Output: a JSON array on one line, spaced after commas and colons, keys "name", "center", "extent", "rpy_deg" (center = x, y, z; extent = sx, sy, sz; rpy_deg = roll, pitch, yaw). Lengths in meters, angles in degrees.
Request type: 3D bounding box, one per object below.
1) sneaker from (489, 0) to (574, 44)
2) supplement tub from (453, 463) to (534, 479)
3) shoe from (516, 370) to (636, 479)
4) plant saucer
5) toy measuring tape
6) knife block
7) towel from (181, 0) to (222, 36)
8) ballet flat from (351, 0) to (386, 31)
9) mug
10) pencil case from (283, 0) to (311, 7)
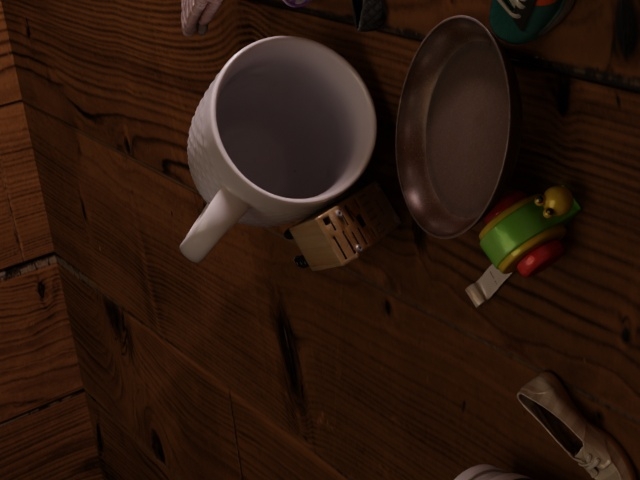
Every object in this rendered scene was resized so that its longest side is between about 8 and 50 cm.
[{"name": "sneaker", "center": [0.260, -0.347, 1.304], "extent": [0.108, 0.121, 0.302], "rpy_deg": [56, 148, 21]}, {"name": "supplement tub", "center": [0.321, 0.473, 1.648], "extent": [0.272, 0.191, 0.191], "rpy_deg": [24, 128, 51]}, {"name": "shoe", "center": [0.372, 0.290, 1.583], "extent": [0.219, 0.058, 0.076], "rpy_deg": [52, 146, 27]}, {"name": "plant saucer", "center": [0.196, -0.156, 1.517], "extent": [0.311, 0.050, 0.310], "rpy_deg": [-178, 90, -67]}, {"name": "toy measuring tape", "center": [0.258, 0.022, 1.546], "extent": [0.121, 0.121, 0.330], "rpy_deg": [59, 148, 17]}, {"name": "knife block", "center": [0.000, 0.000, 1.825], "extent": [0.242, 0.276, 0.088], "rpy_deg": [-29, 94, 31]}, {"name": "towel", "center": [-0.196, -0.530, 1.820], "extent": [0.317, 0.054, 0.331], "rpy_deg": [176, 94, -78]}, {"name": "ballet flat", "center": [0.053, -0.406, 1.670], "extent": [0.057, 0.049, 0.173], "rpy_deg": [-22, 89, 59]}, {"name": "mug", "center": [-0.114, -0.121, 1.814], "extent": [0.276, 0.374, 0.328], "rpy_deg": [37, 160, -9]}, {"name": "pencil case", "center": [-0.084, -0.467, 1.826], "extent": [0.206, 0.086, 0.088], "rpy_deg": [41, 113, 37]}]
